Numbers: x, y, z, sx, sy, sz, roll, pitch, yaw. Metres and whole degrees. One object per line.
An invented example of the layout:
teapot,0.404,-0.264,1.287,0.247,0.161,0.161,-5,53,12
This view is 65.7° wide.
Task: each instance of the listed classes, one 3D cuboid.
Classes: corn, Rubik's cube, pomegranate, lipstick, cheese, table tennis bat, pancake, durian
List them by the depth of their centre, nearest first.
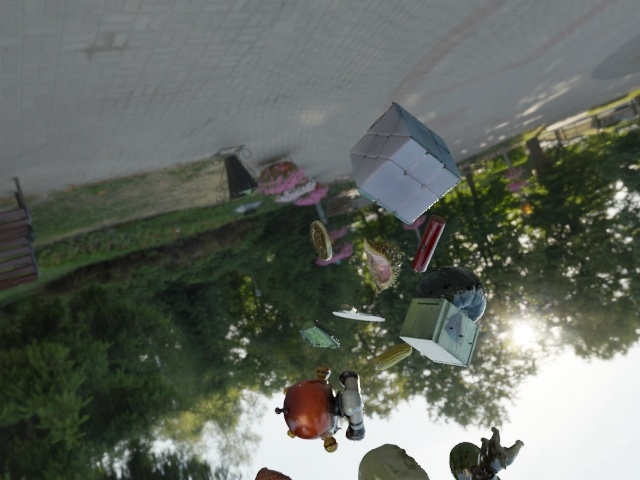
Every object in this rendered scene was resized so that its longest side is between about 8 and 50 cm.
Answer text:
cheese,0.215,0.745,1.382,0.115,0.326,0.318,-3,145,-21
table tennis bat,0.102,0.211,1.432,0.154,0.021,0.274,4,166,16
Rubik's cube,0.246,-0.231,1.491,0.221,0.224,0.231,-44,-149,29
pancake,0.001,0.000,1.740,0.025,0.152,0.151,-19,179,-18
pomegranate,0.657,0.943,2.103,0.224,0.182,0.181,-9,178,-7
corn,0.311,0.496,2.125,0.206,0.067,0.067,-18,178,-31
lipstick,0.479,0.017,2.204,0.073,0.073,0.280,-19,136,-39
durian,0.377,0.110,2.769,0.195,0.305,0.185,-9,163,-37

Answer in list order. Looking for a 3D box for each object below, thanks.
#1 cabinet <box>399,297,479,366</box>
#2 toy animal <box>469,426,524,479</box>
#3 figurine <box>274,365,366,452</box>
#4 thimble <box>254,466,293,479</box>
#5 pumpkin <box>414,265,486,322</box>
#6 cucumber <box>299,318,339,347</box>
cabinet,0.394,0.299,1.628,0.150,0.206,0.145,-5,-125,50
toy animal,0.584,0.739,1.655,0.169,0.121,0.233,-48,157,-45
figurine,0.000,0.630,1.867,0.323,0.320,0.196,-10,153,3
thimble,-0.109,0.965,1.727,0.350,0.350,0.231,-21,-143,55
pumpkin,0.529,0.236,2.067,0.315,0.238,0.315,-11,137,-11
cucumber,-0.008,0.394,2.114,0.115,0.086,0.193,-13,144,25
